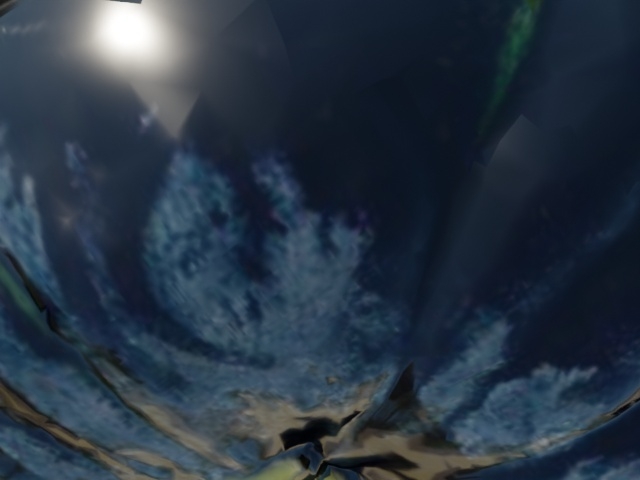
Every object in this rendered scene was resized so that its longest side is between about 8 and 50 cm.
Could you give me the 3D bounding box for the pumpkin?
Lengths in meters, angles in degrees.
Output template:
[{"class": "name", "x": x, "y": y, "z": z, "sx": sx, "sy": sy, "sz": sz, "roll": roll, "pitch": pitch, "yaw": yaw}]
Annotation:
[{"class": "pumpkin", "x": 0.000, "y": 0.000, "z": 0.485, "sx": 0.363, "sy": 0.266, "sz": 0.363, "roll": 1, "pitch": 128, "yaw": 1}]
